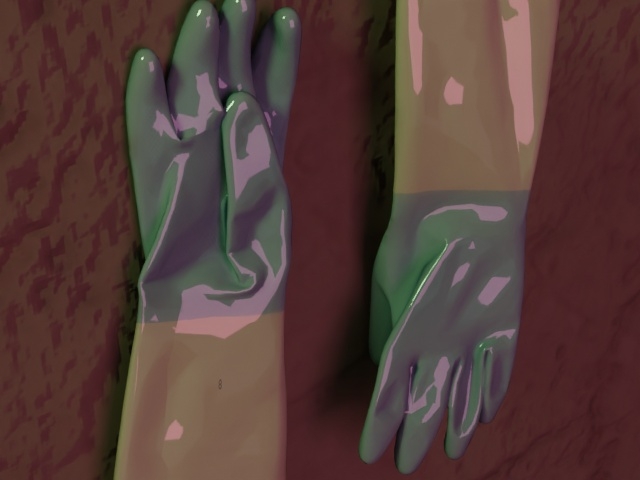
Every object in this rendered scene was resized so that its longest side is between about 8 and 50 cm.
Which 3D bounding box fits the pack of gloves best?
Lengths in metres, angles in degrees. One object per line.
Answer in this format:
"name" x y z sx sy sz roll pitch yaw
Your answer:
"pack of gloves" 0.000 0.000 0.692 0.195 0.046 0.232 -4 108 -26
